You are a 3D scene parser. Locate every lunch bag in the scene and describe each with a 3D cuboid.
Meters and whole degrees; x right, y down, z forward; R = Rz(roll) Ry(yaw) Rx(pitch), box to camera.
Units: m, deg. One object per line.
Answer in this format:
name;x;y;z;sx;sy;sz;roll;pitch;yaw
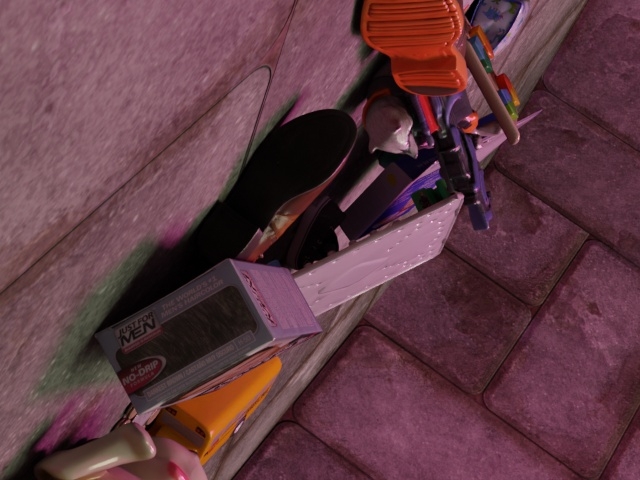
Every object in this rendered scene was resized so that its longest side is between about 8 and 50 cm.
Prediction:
lunch bag;0.320;-0.395;2.123;0.151;0.096;0.129;-68;167;20

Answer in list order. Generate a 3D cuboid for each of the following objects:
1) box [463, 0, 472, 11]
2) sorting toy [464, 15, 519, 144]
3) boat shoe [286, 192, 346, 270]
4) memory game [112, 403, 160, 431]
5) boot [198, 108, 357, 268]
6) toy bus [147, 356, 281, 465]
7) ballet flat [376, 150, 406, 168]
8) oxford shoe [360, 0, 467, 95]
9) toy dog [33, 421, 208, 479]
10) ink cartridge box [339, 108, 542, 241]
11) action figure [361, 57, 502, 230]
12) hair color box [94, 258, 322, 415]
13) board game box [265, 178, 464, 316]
box;0.246;-0.437;1.767;0.145;0.038;0.186;-52;170;-9
sorting toy;0.275;-0.265;1.824;0.038;0.193;0.208;-28;-165;16
boat shoe;0.000;0.000;1.997;0.080;0.076;0.228;-48;169;-33
memory game;-0.277;0.267;1.766;0.186;0.012;0.186;-52;172;-11
boot;-0.047;-0.043;1.532;0.264;0.096;0.280;-54;172;-6
toy bus;-0.200;0.302;1.984;0.333;0.108;0.130;-41;164;-56
ballet flat;0.180;-0.208;2.123;0.083;0.087;0.247;-47;168;-36
oxford shoe;0.127;-0.310;1.486;0.363;0.130;0.132;55;38;-74
toy dog;-0.281;0.411;1.443;0.395;0.285;0.408;-59;172;31
ink cartridge box;0.212;-0.139;2.073;0.304;0.072;0.307;-27;167;-37
action figure;0.172;-0.178;1.786;0.179;0.341;0.330;-11;-171;33
hair color box;-0.128;0.119;1.461;0.185;0.113;0.374;-30;173;6
board game box;0.047;0.042;1.977;0.390;0.050;0.390;-26;166;-7
